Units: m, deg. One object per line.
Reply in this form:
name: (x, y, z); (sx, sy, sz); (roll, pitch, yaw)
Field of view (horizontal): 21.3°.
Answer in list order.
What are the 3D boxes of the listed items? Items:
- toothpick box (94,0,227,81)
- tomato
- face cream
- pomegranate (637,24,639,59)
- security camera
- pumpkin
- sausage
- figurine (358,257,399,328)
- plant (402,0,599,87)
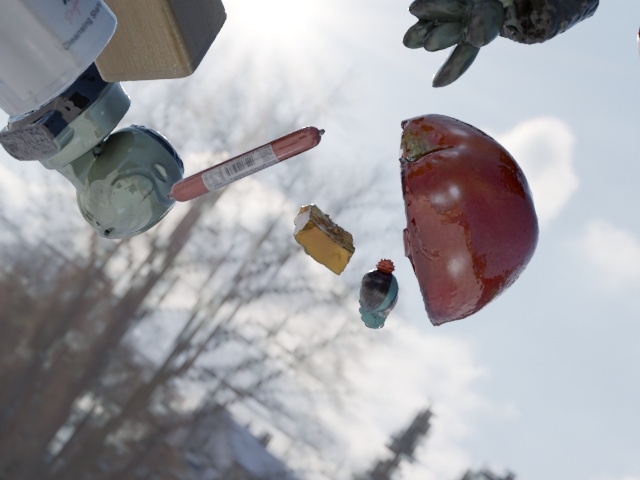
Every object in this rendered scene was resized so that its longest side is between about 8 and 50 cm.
toothpick box: (-0.251, -0.371, 2.182); (0.190, 0.187, 0.308); (-1, -48, 23)
tomato: (0.155, -0.026, 1.771); (0.139, 0.233, 0.200); (-8, -54, 7)
face cream: (-0.360, -0.292, 1.569); (0.370, 0.145, 0.145); (48, -20, -26)
pomegranate: (0.471, -0.211, 1.832); (0.256, 0.221, 0.221); (17, -24, 37)
security camera: (-0.332, -0.133, 2.635); (0.197, 0.191, 0.277); (-8, -54, 53)
pumpkin: (0.000, 0.000, 2.156); (0.083, 0.054, 0.074); (41, 18, -13)
sausage: (-0.093, -0.093, 2.079); (0.223, 0.029, 0.029); (-22, -45, 18)
figurine: (0.068, 0.066, 1.988); (0.047, 0.060, 0.106); (17, -25, 4)
plant: (0.238, -0.320, 2.299); (0.146, 0.274, 0.149); (66, -18, -13)
